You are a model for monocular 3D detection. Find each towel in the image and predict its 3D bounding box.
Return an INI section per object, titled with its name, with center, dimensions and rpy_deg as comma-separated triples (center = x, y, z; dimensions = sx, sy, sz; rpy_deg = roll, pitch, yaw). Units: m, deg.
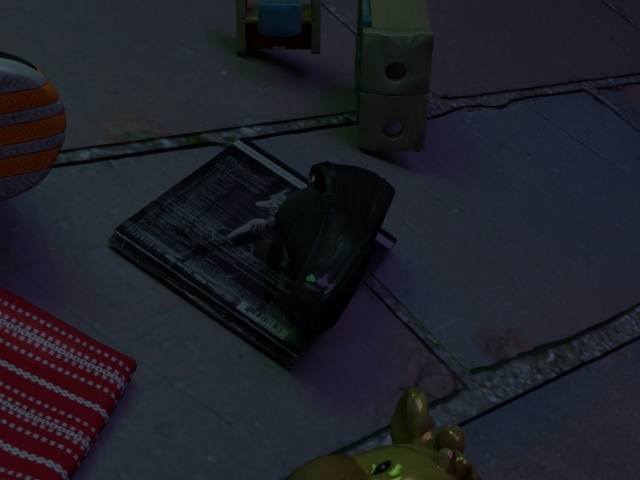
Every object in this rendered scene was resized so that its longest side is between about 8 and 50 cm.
[towel]
center = -0.232, 0.097, 0.690
dimensions = 0.199, 0.031, 0.275
rpy_deg = 30, 31, -2

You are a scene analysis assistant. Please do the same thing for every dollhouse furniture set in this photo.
[dollhouse furniture set]
center = 0.009, -0.173, 1.213
dimensions = 0.184, 0.129, 0.129
rpy_deg = 1, 36, -1

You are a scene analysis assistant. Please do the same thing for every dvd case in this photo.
[dvd case]
center = -0.045, 0.001, 0.991
dimensions = 0.164, 0.018, 0.221
rpy_deg = 34, 32, 7

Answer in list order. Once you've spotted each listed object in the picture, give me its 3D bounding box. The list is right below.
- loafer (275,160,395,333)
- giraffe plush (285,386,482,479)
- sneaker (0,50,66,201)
[loafer]
center = 0.000, 0.000, 0.946
dimensions = 0.078, 0.076, 0.223
rpy_deg = 24, 27, 0
[giraffe plush]
center = 0.017, 0.176, 0.644
dimensions = 0.210, 0.170, 0.181
rpy_deg = -13, 51, -48
[sneaker]
center = -0.335, -0.070, 0.780
dimensions = 0.321, 0.124, 0.180
rpy_deg = -8, 26, -29
